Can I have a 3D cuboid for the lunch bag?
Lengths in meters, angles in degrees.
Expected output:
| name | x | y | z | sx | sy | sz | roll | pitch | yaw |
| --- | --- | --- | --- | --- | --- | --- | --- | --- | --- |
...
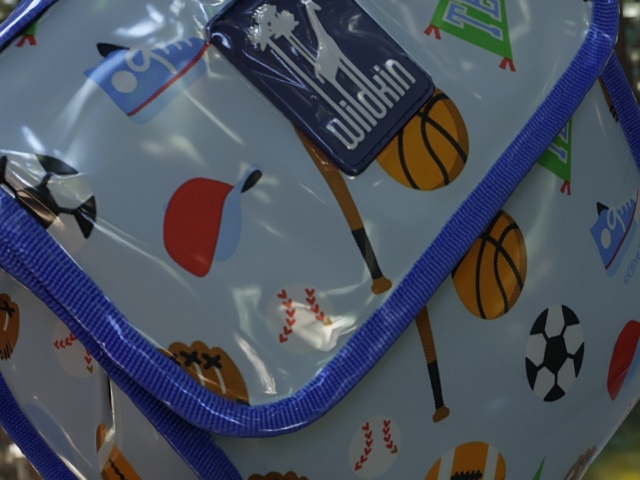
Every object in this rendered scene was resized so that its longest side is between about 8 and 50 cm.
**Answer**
| name | x | y | z | sx | sy | sz | roll | pitch | yaw |
| --- | --- | --- | --- | --- | --- | --- | --- | --- | --- |
| lunch bag | 0.000 | 0.000 | 0.765 | 0.239 | 0.385 | 0.328 | 9 | 49 | 45 |
